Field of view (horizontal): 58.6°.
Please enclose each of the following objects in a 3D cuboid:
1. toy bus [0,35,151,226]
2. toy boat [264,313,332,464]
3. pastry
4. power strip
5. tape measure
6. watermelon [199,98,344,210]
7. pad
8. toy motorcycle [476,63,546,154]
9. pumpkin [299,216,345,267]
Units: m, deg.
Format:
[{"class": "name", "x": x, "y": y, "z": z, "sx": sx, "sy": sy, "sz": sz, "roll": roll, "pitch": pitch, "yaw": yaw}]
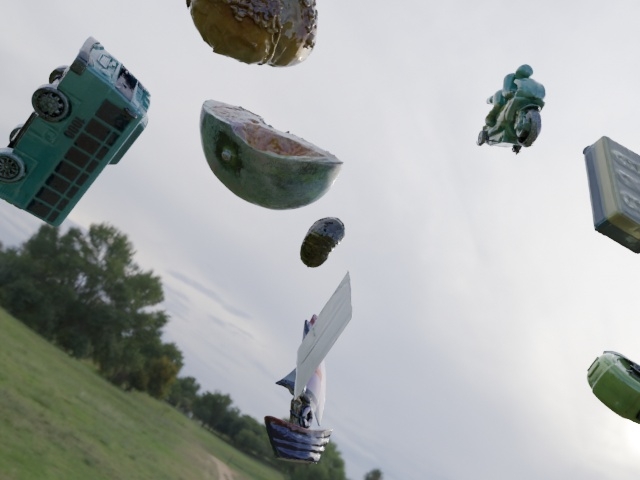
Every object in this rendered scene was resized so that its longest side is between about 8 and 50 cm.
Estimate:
[{"class": "toy bus", "x": -0.369, "y": -0.158, "z": 0.851, "sx": 0.147, "sy": 0.256, "sz": 0.128, "roll": 36, "pitch": 20, "yaw": -29}, {"class": "toy boat", "x": -0.026, "y": 0.339, "z": 1.245, "sx": 0.072, "sy": 0.318, "sz": 0.219, "roll": -11, "pitch": -52, "yaw": 31}, {"class": "pastry", "x": -0.143, "y": -0.544, "z": 1.324, "sx": 0.315, "sy": 0.285, "sz": 0.184, "roll": 3, "pitch": -34, "yaw": -29}, {"class": "power strip", "x": 0.288, "y": -0.048, "z": 0.548, "sx": 0.056, "sy": 0.123, "sz": 0.032, "roll": 27, "pitch": -43, "yaw": -13}, {"class": "tape measure", "x": 0.568, "y": 0.270, "z": 1.040, "sx": 0.154, "sy": 0.087, "sz": 0.177, "roll": 7, "pitch": 26, "yaw": -41}, {"class": "watermelon", "x": -0.143, "y": -0.150, "z": 1.175, "sx": 0.321, "sy": 0.175, "sz": 0.188, "roll": 28, "pitch": -66, "yaw": 22}, {"class": "pad", "x": 0.003, "y": 0.181, "z": 1.096, "sx": 0.004, "sy": 0.156, "sz": 0.232, "roll": 24, "pitch": -64, "yaw": -13}, {"class": "toy motorcycle", "x": 0.451, "y": -0.311, "z": 1.359, "sx": 0.109, "sy": 0.198, "sz": 0.296, "roll": 7, "pitch": 3, "yaw": -5}, {"class": "pumpkin", "x": -0.001, "y": -0.001, "z": 0.804, "sx": 0.050, "sy": 0.083, "sz": 0.028, "roll": 27, "pitch": -6, "yaw": 28}]
